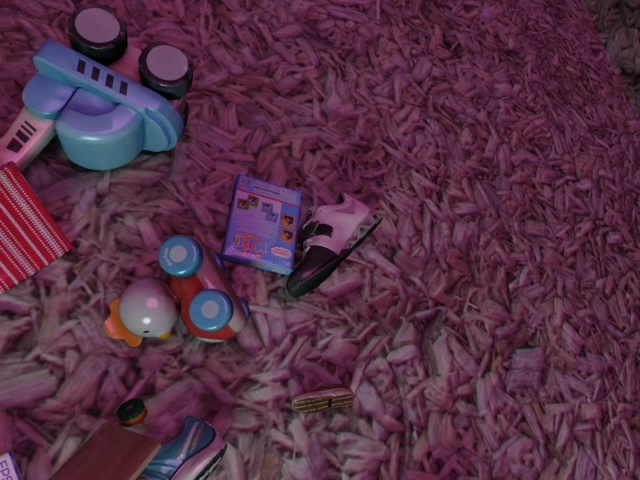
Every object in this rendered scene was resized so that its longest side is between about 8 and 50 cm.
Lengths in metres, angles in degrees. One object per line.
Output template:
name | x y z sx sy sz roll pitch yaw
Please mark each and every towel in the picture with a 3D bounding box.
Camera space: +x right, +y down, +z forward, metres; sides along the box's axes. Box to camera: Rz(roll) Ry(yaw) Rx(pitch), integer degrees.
towel | -0.596 0.011 0.851 0.275 0.031 0.198 -43 124 -35

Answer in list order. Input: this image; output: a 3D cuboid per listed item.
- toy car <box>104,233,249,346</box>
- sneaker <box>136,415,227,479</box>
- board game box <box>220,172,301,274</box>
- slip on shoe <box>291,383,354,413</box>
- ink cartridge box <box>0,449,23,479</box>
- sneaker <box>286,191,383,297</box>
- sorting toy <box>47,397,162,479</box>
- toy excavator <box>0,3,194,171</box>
toy car | -0.282 0.129 0.935 0.238 0.219 0.210 -31 81 -4
sneaker | -0.285 0.415 0.838 0.110 0.107 0.275 36 49 18
board game box | -0.132 -0.038 1.148 0.160 0.039 0.211 15 60 -18
slip on shoe | 0.003 0.324 1.036 0.136 0.051 0.041 -5 29 -19
ink cartridge box | -0.542 0.517 0.669 0.330 0.071 0.323 -19 75 -34
sneaker | 0.000 0.000 1.153 0.146 0.122 0.330 41 48 6
sorting toy | -0.340 0.371 0.778 0.274 0.133 0.046 -49 135 -50
toy excavator | -0.518 -0.235 0.980 0.433 0.222 0.444 25 66 -11
